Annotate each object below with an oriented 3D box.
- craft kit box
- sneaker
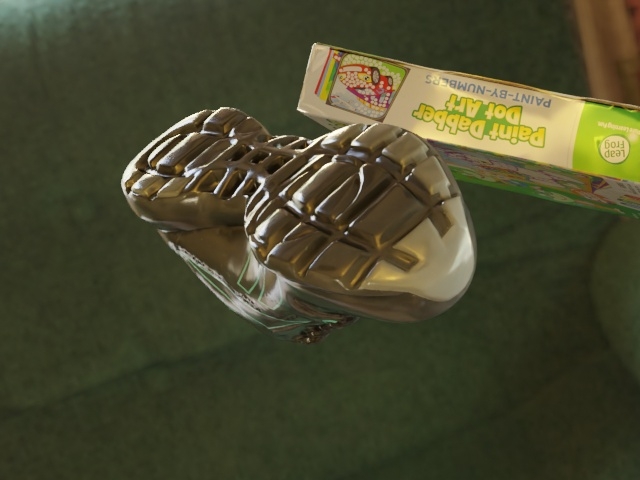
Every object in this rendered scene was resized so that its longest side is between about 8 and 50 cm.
[{"bbox_3d":[0.138,-0.072,1.160,0.247,0.061,0.250,16,-1,20],"label":"craft kit box"},{"bbox_3d":[0.000,0.000,0.805,0.101,0.106,0.267,-40,29,-17],"label":"sneaker"}]
